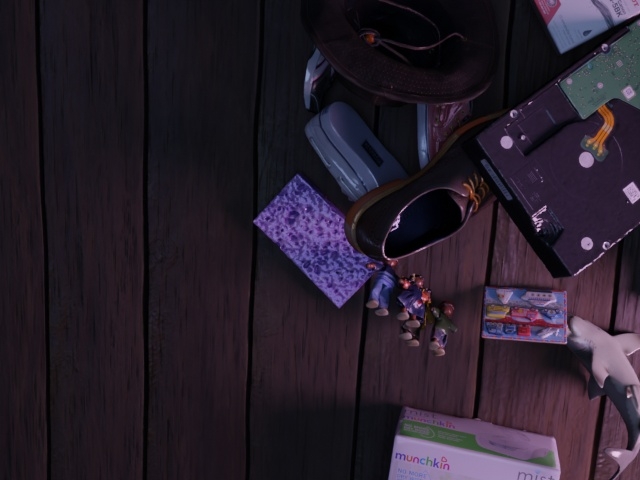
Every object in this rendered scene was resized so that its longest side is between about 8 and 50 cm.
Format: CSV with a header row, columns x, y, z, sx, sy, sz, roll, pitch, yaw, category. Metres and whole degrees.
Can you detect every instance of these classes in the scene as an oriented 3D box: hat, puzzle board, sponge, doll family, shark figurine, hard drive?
x,y,z,sx,sy,sz,roll,pitch,yaw,category
0.104,-0.290,1.094,0.331,0.331,0.134,32,146,4,hat
0.323,0.115,1.182,0.128,0.096,0.011,3,145,13,puzzle board
0.000,0.000,1.252,0.210,0.031,0.117,45,106,1,sponge
0.146,0.096,1.198,0.076,0.111,0.193,-12,133,40,doll family
0.446,0.246,1.160,0.166,0.278,0.116,3,145,-17,shark figurine
0.396,-0.136,1.053,0.339,0.064,0.236,-37,93,-12,hard drive

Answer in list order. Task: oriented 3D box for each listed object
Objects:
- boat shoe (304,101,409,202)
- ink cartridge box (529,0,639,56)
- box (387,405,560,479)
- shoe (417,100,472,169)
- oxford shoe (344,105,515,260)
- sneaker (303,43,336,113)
x,y,z,sx,sy,sz,roll,pitch,yaw,category
0.073,-0.102,1.198,0.084,0.095,0.258,-25,103,46,boat shoe
0.391,-0.347,1.092,0.135,0.056,0.099,-28,93,16,ink cartridge box
0.242,0.423,1.238,0.262,0.127,0.231,11,105,10,box
0.195,-0.178,1.160,0.081,0.063,0.177,-2,96,18,shoe
0.214,-0.075,1.099,0.364,0.133,0.130,-35,113,-6,oxford shoe
0.018,-0.284,1.176,0.077,0.072,0.178,12,109,-2,sneaker
